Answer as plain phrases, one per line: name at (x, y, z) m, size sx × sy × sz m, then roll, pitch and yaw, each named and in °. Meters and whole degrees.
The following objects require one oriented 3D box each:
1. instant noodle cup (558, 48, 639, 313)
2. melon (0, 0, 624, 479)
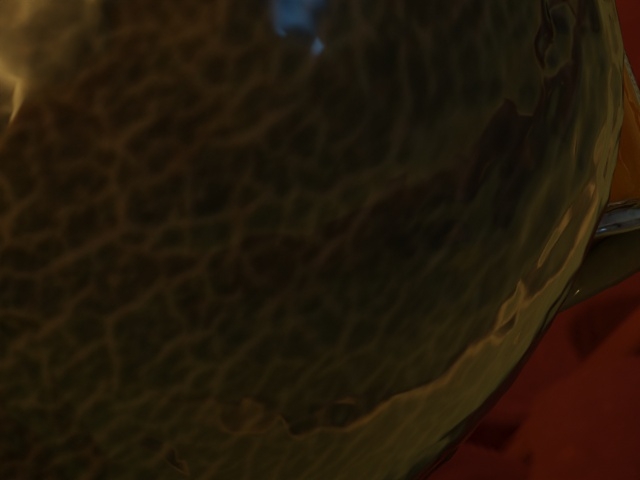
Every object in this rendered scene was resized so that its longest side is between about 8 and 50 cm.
instant noodle cup at (0.023, -0.047, 0.674) m, size 0.215 × 0.172 × 0.216 m, roll -22°, pitch -13°, yaw -5°
melon at (-0.078, -0.013, 0.436) m, size 0.301 × 0.237 × 0.237 m, roll -34°, pitch 18°, yaw 14°
